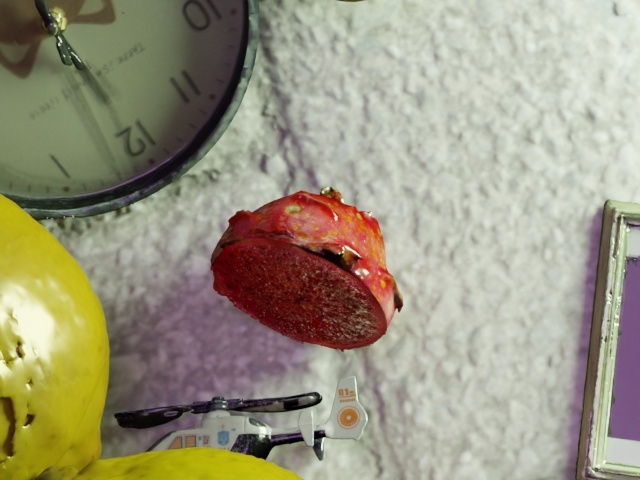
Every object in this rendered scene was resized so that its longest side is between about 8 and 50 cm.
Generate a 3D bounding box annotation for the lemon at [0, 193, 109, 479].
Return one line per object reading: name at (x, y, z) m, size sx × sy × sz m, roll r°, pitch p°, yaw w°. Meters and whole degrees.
lemon at (-0.298, 0.086, 0.984) m, size 0.297 × 0.297 × 0.297 m, roll -1°, pitch 76°, yaw 6°

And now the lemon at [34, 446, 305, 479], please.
lemon at (-0.073, 0.275, 0.921) m, size 0.322 × 0.268 × 0.268 m, roll 35°, pitch 82°, yaw 6°

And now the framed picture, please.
framed picture at (0.352, 0.093, 1.049) m, size 0.293 × 0.018 × 0.231 m, roll 6°, pitch 77°, yaw 7°

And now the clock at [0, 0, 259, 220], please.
clock at (-0.204, -0.168, 1.041) m, size 0.325 × 0.067 × 0.325 m, roll -5°, pitch 118°, yaw -10°

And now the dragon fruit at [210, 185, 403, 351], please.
dragon fruit at (0.000, 0.000, 1.057) m, size 0.153 × 0.153 × 0.111 m, roll 15°, pitch 61°, yaw 9°

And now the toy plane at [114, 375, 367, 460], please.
toy plane at (-0.060, 0.155, 1.061) m, size 0.197 × 0.053 × 0.078 m, roll -11°, pitch 66°, yaw 8°
